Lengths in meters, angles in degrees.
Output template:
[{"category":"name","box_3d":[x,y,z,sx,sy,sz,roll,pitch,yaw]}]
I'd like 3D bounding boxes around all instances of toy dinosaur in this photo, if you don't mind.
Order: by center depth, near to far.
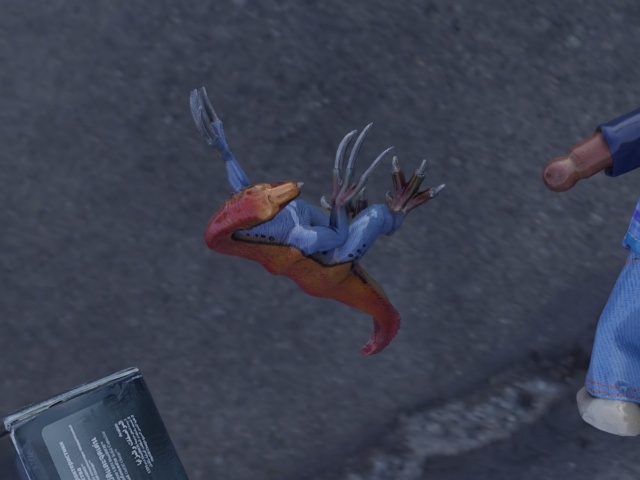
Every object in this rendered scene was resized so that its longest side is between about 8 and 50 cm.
[{"category":"toy dinosaur","box_3d":[0.000,0.000,0.479,0.047,0.082,0.090,-7,105,33]}]

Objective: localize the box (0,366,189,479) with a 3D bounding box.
[{"category":"box","box_3d":[-0.072,0.164,0.608,0.175,0.051,0.220,-26,88,54]}]

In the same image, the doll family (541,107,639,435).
[{"category":"doll family","box_3d":[0.146,0.000,0.466,0.076,0.193,0.111,42,125,53]}]
